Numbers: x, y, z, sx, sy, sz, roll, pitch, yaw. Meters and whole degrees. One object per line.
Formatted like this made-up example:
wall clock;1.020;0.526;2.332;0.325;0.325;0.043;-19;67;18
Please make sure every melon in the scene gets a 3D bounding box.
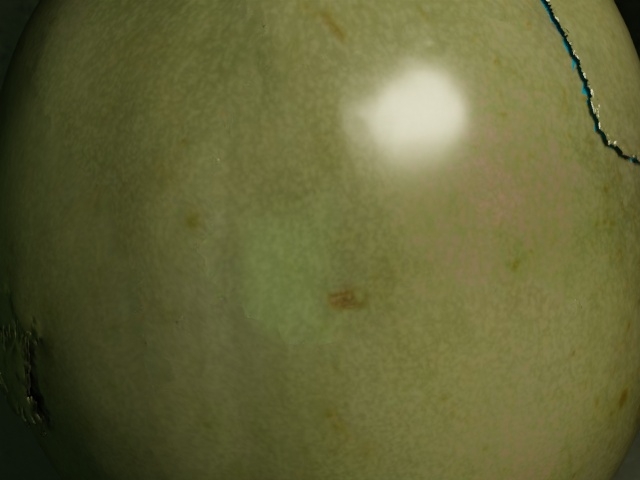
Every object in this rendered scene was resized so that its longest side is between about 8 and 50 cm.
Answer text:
melon;0.000;0.000;0.615;0.268;0.268;0.330;7;135;14
